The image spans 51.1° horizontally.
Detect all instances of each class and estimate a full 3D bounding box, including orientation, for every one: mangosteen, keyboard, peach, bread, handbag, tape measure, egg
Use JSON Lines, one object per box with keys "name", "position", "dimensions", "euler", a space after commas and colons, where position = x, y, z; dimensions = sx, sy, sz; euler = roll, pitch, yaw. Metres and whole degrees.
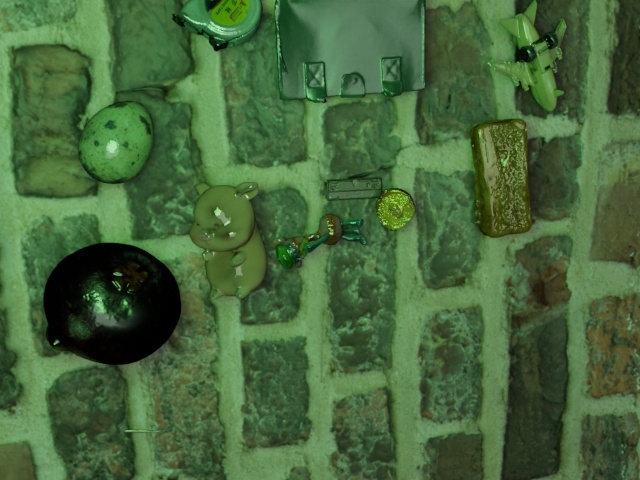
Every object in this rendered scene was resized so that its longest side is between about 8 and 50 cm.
{"name": "mangosteen", "position": [-0.443, 0.148, 1.404], "dimensions": [0.275, 0.275, 0.302], "euler": [28, 132, -15]}
{"name": "keyboard", "position": [0.078, -0.118, 1.538], "dimensions": [0.129, 0.015, 0.049], "euler": [-4, 108, -9]}
{"name": "peach", "position": [0.172, -0.076, 1.540], "dimensions": [0.098, 0.061, 0.098], "euler": [3, 105, 13]}
{"name": "bread", "position": [0.417, -0.143, 1.559], "dimensions": [0.139, 0.077, 0.271], "euler": [-10, 103, -4]}
{"name": "handbag", "position": [0.065, -0.421, 1.430], "dimensions": [0.326, 0.089, 0.239], "euler": [-6, 105, -8]}
{"name": "tape measure", "position": [-0.152, -0.543, 1.380], "dimensions": [0.164, 0.084, 0.330], "euler": [37, 81, -15]}
{"name": "egg", "position": [-0.413, -0.202, 1.367], "dimensions": [0.141, 0.141, 0.182], "euler": [29, 79, -15]}

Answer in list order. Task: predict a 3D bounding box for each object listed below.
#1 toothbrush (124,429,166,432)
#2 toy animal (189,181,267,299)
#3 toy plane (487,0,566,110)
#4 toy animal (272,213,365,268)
{"name": "toothbrush", "position": [-0.413, 0.451, 1.581], "dimensions": [0.096, 0.008, 0.006], "euler": [4, 88, -10]}
{"name": "toy animal", "position": [-0.193, -0.001, 1.443], "dimensions": [0.166, 0.154, 0.250], "euler": [-3, 109, 14]}
{"name": "toy plane", "position": [0.486, -0.404, 1.508], "dimensions": [0.229, 0.092, 0.244], "euler": [-32, 103, -16]}
{"name": "toy animal", "position": [0.000, 0.000, 1.504], "dimensions": [0.208, 0.103, 0.100], "euler": [-16, 104, -7]}
